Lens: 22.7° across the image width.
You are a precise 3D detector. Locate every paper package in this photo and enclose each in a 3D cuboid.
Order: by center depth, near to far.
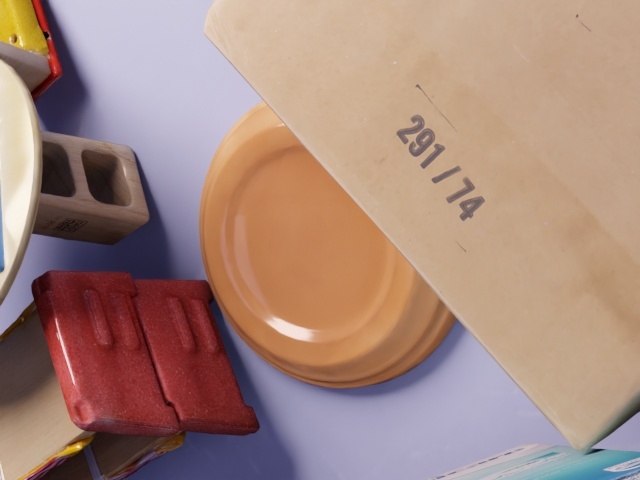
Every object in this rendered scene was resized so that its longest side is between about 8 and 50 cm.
[{"bbox_3d":[0.146,-0.115,0.831,0.325,0.168,0.309,47,121,15],"label":"paper package"}]

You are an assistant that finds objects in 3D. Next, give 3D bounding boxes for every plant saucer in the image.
[{"bbox_3d":[0.000,0.000,1.019,0.200,0.037,0.199,7,103,31],"label":"plant saucer"}]

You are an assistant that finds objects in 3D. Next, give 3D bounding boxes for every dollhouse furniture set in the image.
[{"bbox_3d":[-0.210,0.008,1.110,0.201,0.152,0.374,-35,63,32],"label":"dollhouse furniture set"}]

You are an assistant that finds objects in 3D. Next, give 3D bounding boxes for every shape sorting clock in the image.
[{"bbox_3d":[-0.239,-0.019,1.008,0.206,0.040,0.206,-11,74,42],"label":"shape sorting clock"}]

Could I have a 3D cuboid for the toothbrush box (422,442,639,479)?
[{"bbox_3d":[0.118,0.225,0.807,0.126,0.295,0.216,-18,85,-9],"label":"toothbrush box"}]
